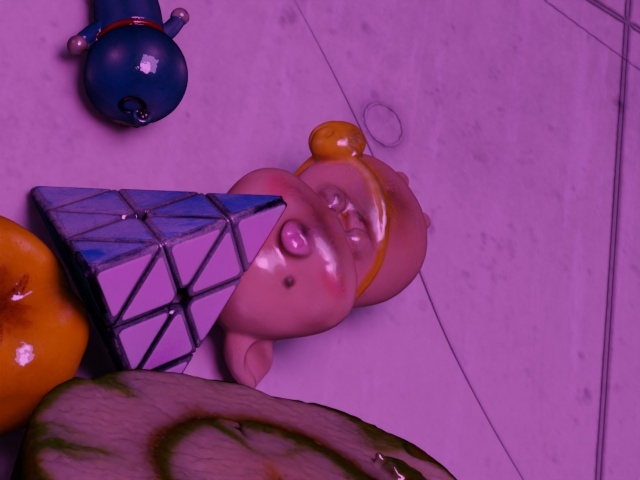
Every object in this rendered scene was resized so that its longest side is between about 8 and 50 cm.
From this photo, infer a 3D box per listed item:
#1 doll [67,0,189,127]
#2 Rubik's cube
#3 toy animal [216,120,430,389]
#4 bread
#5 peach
[{"bbox_3d":[-0.159,-0.157,1.555,0.114,0.085,0.152,1,55,-21],"label":"doll"},{"bbox_3d":[-0.125,0.006,1.383,0.211,0.190,0.178,58,6,5],"label":"Rubik's cube"},{"bbox_3d":[-0.002,-0.002,1.554,0.248,0.149,0.165,-22,69,-35],"label":"toy animal"},{"bbox_3d":[-0.047,0.219,1.283,0.366,0.129,0.382,32,23,31],"label":"bread"},{"bbox_3d":[-0.256,0.059,1.353,0.179,0.103,0.179,15,62,-29],"label":"peach"}]
